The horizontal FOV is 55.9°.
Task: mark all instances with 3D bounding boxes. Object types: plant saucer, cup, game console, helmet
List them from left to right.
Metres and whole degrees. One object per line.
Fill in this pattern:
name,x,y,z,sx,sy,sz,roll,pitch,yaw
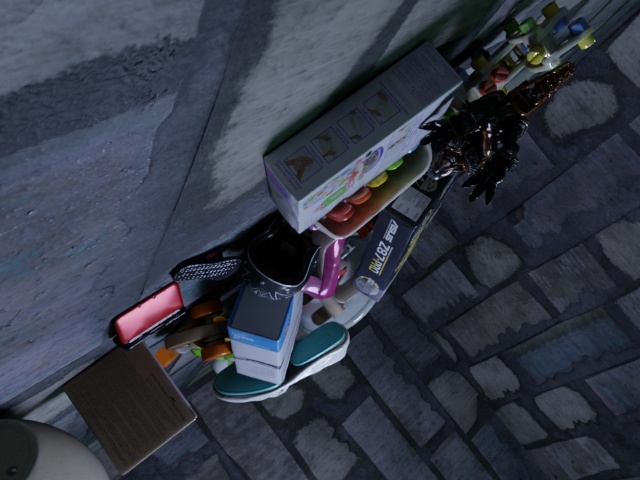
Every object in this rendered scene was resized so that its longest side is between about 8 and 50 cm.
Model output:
cup,-0.577,0.467,1.115,0.331,0.331,0.237,-34,145,-32
game console,-0.352,0.144,1.207,0.144,0.085,0.124,-33,-158,-29
helmet,-0.092,0.046,1.288,0.161,0.169,0.169,-56,173,-3
plant saucer,0.037,0.132,2.077,0.401,0.100,0.400,-27,-139,26

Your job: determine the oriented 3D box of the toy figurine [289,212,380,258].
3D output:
toy figurine,0.044,-0.046,1.489,0.213,0.148,0.209,-45,176,27

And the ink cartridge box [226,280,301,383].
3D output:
ink cartridge box,-0.128,0.194,1.500,0.307,0.129,0.223,95,10,-58

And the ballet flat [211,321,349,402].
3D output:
ballet flat,-0.095,0.358,1.663,0.400,0.139,0.139,-24,169,-11

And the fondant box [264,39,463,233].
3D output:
fondant box,0.065,-0.165,1.036,0.330,0.096,0.238,-38,172,-9

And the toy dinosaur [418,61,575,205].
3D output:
toy dinosaur,0.287,-0.200,1.046,0.218,0.164,0.322,-44,162,-41

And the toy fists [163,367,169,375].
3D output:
toy fists,-0.530,0.425,1.715,0.142,0.096,0.279,-37,174,-2

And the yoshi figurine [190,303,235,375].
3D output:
yoshi figurine,-0.329,0.335,2.038,0.362,0.204,0.203,111,-12,-49

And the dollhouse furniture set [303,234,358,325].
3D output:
dollhouse furniture set,-0.038,0.118,1.648,0.161,0.242,0.212,-34,171,-29

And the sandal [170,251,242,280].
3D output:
sandal,-0.221,0.046,1.180,0.067,0.040,0.179,-48,154,25

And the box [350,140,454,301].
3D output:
box,0.232,-0.080,1.473,0.395,0.097,0.318,-51,169,-36

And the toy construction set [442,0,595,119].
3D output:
toy construction set,0.336,-0.321,1.161,0.328,0.151,0.215,-29,-165,-11

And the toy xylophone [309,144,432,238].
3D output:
toy xylophone,0.078,-0.121,1.255,0.323,0.081,0.236,-44,-153,-17

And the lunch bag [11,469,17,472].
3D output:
lunch bag,-0.706,0.543,1.459,0.096,0.129,0.151,-37,170,-23

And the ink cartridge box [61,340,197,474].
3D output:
ink cartridge box,-0.417,0.360,1.337,0.193,0.234,0.088,-35,172,-16

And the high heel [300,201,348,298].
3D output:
high heel,0.034,0.024,1.378,0.117,0.082,0.244,17,98,-46

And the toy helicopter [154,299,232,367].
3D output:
toy helicopter,-0.296,0.260,1.646,0.235,0.140,0.355,-22,169,19

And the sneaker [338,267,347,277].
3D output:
sneaker,0.054,0.032,1.928,0.270,0.145,0.090,-43,171,31
